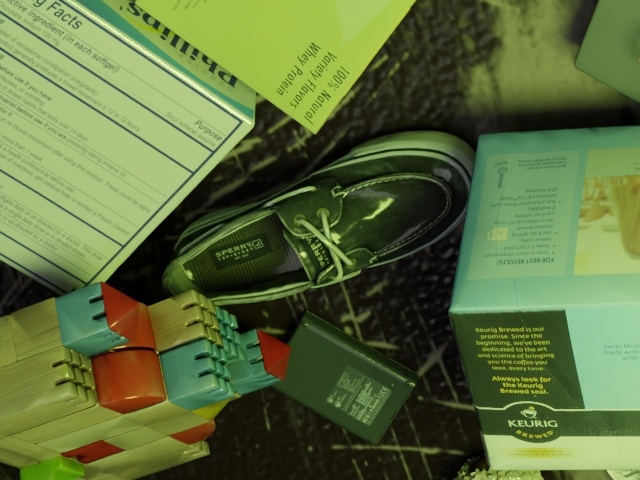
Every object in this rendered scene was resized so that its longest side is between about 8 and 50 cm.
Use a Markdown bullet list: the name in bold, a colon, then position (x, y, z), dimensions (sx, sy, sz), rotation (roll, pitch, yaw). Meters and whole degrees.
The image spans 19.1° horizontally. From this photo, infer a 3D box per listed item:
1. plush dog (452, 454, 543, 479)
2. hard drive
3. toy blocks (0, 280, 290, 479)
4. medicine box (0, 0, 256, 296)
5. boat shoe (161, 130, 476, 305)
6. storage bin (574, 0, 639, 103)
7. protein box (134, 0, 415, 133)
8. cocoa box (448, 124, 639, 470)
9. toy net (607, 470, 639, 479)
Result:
- **plush dog**: position (0.140, 0.371, 1.919), dimensions (0.262, 0.225, 0.210), rotation (-31, 105, 26)
- **hard drive**: position (0.020, 0.142, 1.952), dimensions (0.135, 0.022, 0.094), rotation (30, 120, -1)
- **toy blocks**: position (-0.189, 0.138, 1.839), dimensions (0.261, 0.381, 0.190), rotation (-20, 66, 17)
- **medicine box**: position (-0.245, -0.127, 1.780), dimensions (0.263, 0.149, 0.289), rotation (33, 120, -22)
- **boat shoe**: position (0.000, 0.000, 1.830), dimensions (0.335, 0.119, 0.121), rotation (-22, 109, 24)
- **storage bin**: position (0.285, -0.186, 1.683), dimensions (0.091, 0.098, 0.135), rotation (25, 120, 14)
- **protein box**: position (-0.017, -0.247, 1.701), dimensions (0.201, 0.136, 0.200), rotation (36, 119, -4)
- **cocoa box**: position (0.309, 0.049, 1.677), dimensions (0.347, 0.231, 0.228), rotation (-2, 135, 17)
- **toy net**: position (0.269, 0.185, 1.895), dimensions (0.122, 0.045, 0.232), rotation (-36, 103, 27)
